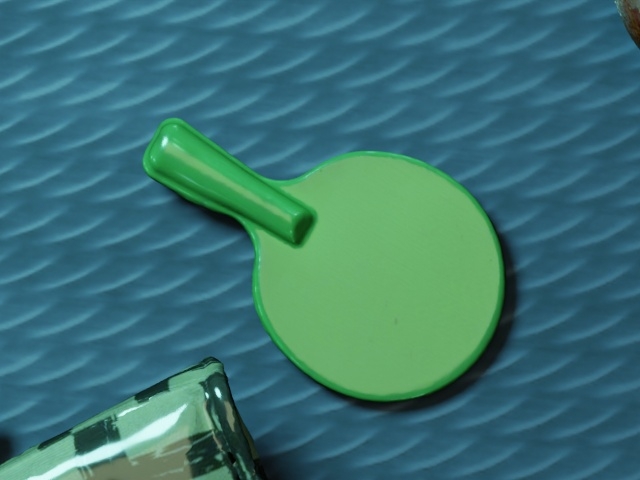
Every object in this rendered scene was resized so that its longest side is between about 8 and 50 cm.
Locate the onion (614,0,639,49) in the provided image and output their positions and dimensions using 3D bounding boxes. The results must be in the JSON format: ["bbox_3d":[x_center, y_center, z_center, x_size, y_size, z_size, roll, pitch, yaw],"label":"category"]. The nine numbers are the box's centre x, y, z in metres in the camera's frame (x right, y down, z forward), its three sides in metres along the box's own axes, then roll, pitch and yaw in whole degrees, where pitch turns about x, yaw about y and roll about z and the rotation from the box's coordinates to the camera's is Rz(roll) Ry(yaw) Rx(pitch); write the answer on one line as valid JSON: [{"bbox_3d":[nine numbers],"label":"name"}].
[{"bbox_3d":[0.256,-0.163,1.224,0.159,0.159,0.195,6,113,1],"label":"onion"}]

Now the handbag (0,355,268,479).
[{"bbox_3d":[-0.134,0.281,1.141,0.325,0.162,0.327,-25,87,-2],"label":"handbag"}]

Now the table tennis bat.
[{"bbox_3d":[0.000,0.000,1.247,0.257,0.039,0.160,31,83,0],"label":"table tennis bat"}]
